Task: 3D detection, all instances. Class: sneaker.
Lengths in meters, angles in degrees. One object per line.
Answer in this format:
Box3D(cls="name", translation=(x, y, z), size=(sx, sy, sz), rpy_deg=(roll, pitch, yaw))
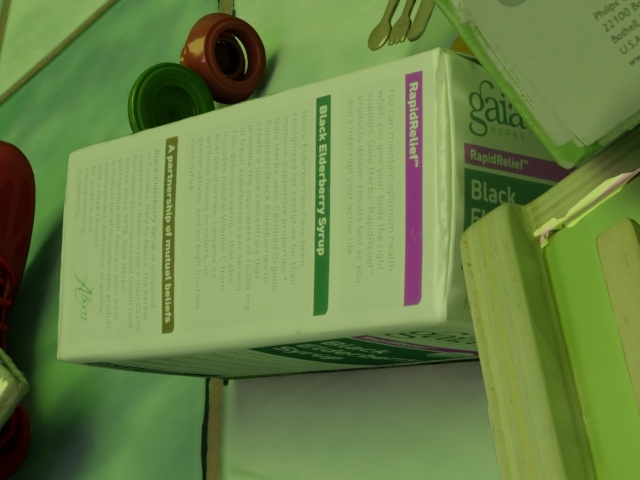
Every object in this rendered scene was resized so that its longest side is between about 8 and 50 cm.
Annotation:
Box3D(cls="sneaker", translation=(-0.179, 0.052, 0.901), size=(0.128, 0.087, 0.221), rpy_deg=(6, 77, 46))

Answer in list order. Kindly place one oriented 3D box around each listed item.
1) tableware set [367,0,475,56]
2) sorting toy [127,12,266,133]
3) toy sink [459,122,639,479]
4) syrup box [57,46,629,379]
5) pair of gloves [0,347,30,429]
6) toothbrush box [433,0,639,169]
Box3D(cls="tableware set", translation=(0.054, -0.065, 0.738), size=(0.104, 0.024, 0.154), rpy_deg=(-8, 52, 47))
Box3D(cls="sorting toy", translation=(-0.068, -0.074, 0.874), size=(0.042, 0.061, 0.102), rpy_deg=(-11, 29, 50))
Box3D(cls="toy sink", translation=(0.123, 0.048, 0.423), size=(0.234, 0.131, 0.152), rpy_deg=(-37, 34, 27))
Box3D(cls="syrup box", translation=(0.000, 0.000, 0.648), size=(0.237, 0.093, 0.096), rpy_deg=(-8, 77, 50))
Box3D(cls="pair of gloves", translation=(-0.186, 0.166, 0.759), size=(0.204, 0.042, 0.240), rpy_deg=(-50, 46, 8))
Box3D(cls="toothbrush box", translation=(0.116, -0.155, 0.519), size=(0.206, 0.122, 0.283), rpy_deg=(-36, 8, 14))
